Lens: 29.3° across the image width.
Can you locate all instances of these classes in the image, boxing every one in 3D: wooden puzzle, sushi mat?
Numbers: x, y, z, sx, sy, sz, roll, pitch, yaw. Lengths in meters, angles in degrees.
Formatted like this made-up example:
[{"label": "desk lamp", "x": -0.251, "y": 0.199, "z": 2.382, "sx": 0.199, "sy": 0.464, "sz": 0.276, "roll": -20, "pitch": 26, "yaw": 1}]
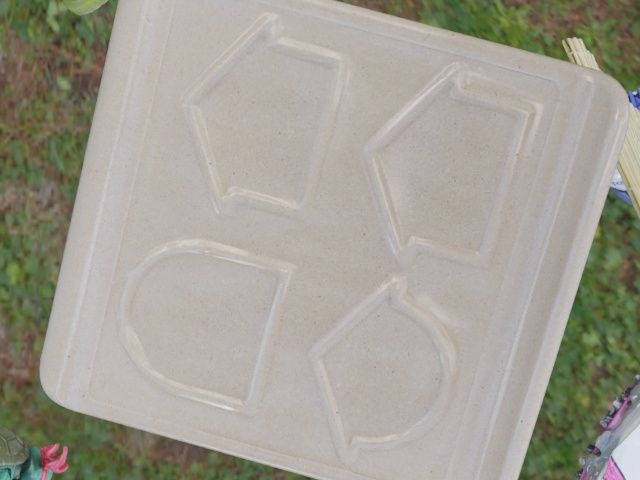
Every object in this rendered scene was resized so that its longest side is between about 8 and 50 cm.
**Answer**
[{"label": "wooden puzzle", "x": 0.000, "y": 0.000, "z": 0.845, "sx": 0.348, "sy": 0.080, "sz": 0.322, "roll": 16, "pitch": 102, "yaw": 7}, {"label": "sushi mat", "x": 0.312, "y": -0.054, "z": 1.155, "sx": 0.019, "sy": 0.316, "sz": 0.151, "roll": -33, "pitch": 132, "yaw": 23}]

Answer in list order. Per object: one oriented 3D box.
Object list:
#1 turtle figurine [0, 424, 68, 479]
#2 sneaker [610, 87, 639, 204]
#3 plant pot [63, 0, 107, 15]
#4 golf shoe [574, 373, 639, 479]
[{"label": "turtle figurine", "x": -0.299, "y": 0.195, "z": 0.979, "sx": 0.234, "sy": 0.175, "sz": 0.118, "roll": 16, "pitch": 81, "yaw": -36}, {"label": "sneaker", "x": 0.468, "y": -0.170, "z": 1.712, "sx": 0.182, "sy": 0.127, "sz": 0.315, "roll": 8, "pitch": 138, "yaw": -34}, {"label": "plant pot", "x": -0.273, "y": -0.390, "z": 1.130, "sx": 0.254, "sy": 0.276, "sz": 0.276, "roll": 25, "pitch": 110, "yaw": -29}, {"label": "golf shoe", "x": 0.157, "y": 0.141, "z": 0.567, "sx": 0.067, "sy": 0.086, "sz": 0.186, "roll": -30, "pitch": 135, "yaw": -47}]
